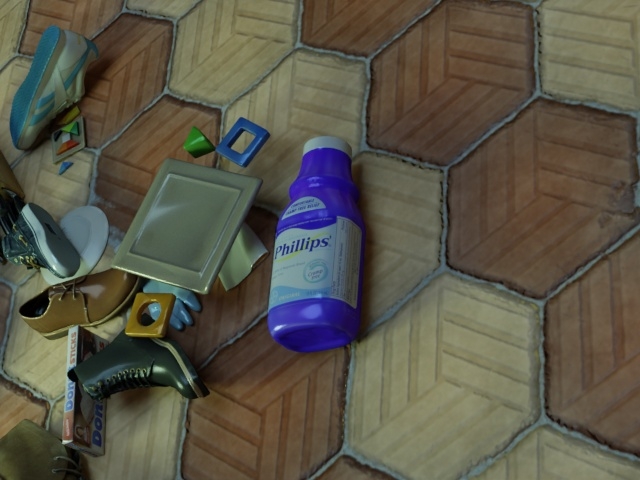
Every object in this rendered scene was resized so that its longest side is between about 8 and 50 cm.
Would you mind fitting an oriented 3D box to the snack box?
[{"bbox_3d":[-0.328,0.210,1.713,0.022,0.064,0.178,-22,53,26],"label":"snack box"}]

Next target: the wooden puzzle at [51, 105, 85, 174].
[{"bbox_3d":[-0.422,-0.169,2.041,0.078,0.014,0.116,-34,50,16],"label":"wooden puzzle"}]

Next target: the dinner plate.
[{"bbox_3d":[-0.389,0.006,1.913,0.141,0.017,0.141,-19,53,27],"label":"dinner plate"}]

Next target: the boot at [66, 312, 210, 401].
[{"bbox_3d":[-0.242,0.188,1.631,0.137,0.077,0.198,-34,31,-17],"label":"boot"}]

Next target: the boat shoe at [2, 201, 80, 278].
[{"bbox_3d":[-0.431,0.023,1.885,0.083,0.065,0.183,-52,43,11],"label":"boat shoe"}]

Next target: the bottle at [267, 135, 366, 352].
[{"bbox_3d":[0.000,0.000,1.579,0.118,0.092,0.282,-13,57,31],"label":"bottle"}]

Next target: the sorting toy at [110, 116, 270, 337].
[{"bbox_3d":[-0.182,-0.016,1.710,0.196,0.047,0.347,13,69,36],"label":"sorting toy"}]

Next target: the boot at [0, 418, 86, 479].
[{"bbox_3d":[-0.357,0.330,1.644,0.305,0.112,0.115,23,69,44],"label":"boot"}]

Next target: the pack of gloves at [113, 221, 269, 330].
[{"bbox_3d":[-0.201,0.008,1.755,0.195,0.046,0.232,-43,47,6],"label":"pack of gloves"}]

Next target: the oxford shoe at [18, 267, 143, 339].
[{"bbox_3d":[-0.353,0.084,1.798,0.212,0.076,0.076,-26,50,22],"label":"oxford shoe"}]

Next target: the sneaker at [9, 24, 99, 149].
[{"bbox_3d":[-0.453,-0.246,2.063,0.228,0.092,0.087,-58,40,21],"label":"sneaker"}]

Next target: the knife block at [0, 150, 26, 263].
[{"bbox_3d":[-0.554,-0.095,2.044,0.242,0.088,0.275,-5,61,33],"label":"knife block"}]
